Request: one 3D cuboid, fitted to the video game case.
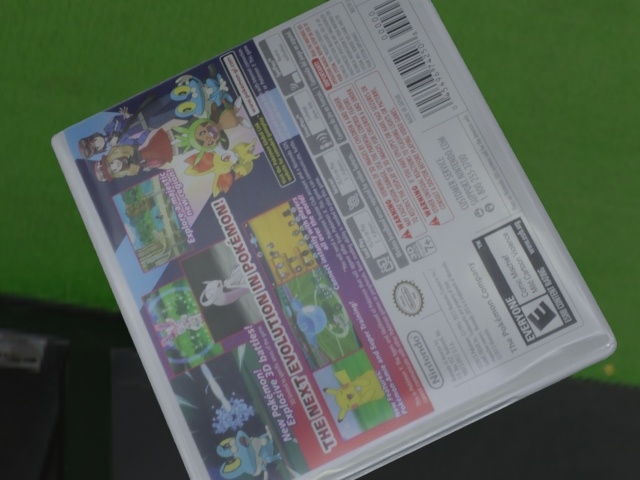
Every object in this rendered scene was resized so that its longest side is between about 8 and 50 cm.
[{"bbox_3d":[0.000,0.000,0.642,0.183,0.201,0.023,-26,160,1],"label":"video game case"}]
